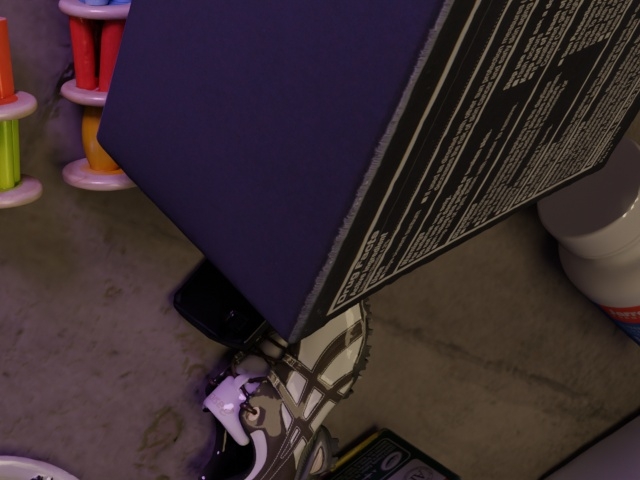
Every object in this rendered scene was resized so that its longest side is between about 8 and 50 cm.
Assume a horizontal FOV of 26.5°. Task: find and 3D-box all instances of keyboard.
[{"bbox_3d":[0.000,0.000,0.881,0.192,0.100,0.038,-48,142,-11],"label":"keyboard"}]

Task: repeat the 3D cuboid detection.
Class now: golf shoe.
[{"bbox_3d":[-0.027,0.092,0.907,0.094,0.077,0.198,3,104,-37],"label":"golf shoe"}]

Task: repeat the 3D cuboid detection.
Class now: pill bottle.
[{"bbox_3d":[0.262,0.013,1.057,0.221,0.124,0.124,37,84,-38],"label":"pill bottle"}]

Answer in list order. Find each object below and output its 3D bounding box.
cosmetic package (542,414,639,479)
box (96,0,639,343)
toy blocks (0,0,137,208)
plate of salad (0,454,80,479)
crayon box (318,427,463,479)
[{"bbox_3d":[0.434,0.352,1.179,0.327,0.329,0.393,-27,122,-25],"label":"cosmetic package"},{"bbox_3d":[0.068,-0.148,0.713,0.294,0.183,0.296,-28,153,-41],"label":"box"},{"bbox_3d":[-0.151,-0.100,0.756,0.123,0.054,0.148,-11,113,-33],"label":"toy blocks"},{"bbox_3d":[-0.207,0.231,0.832,0.200,0.048,0.200,-6,101,-30],"label":"plate of salad"},{"bbox_3d":[-0.016,0.369,1.000,0.363,0.106,0.313,-35,124,-20],"label":"crayon box"}]
